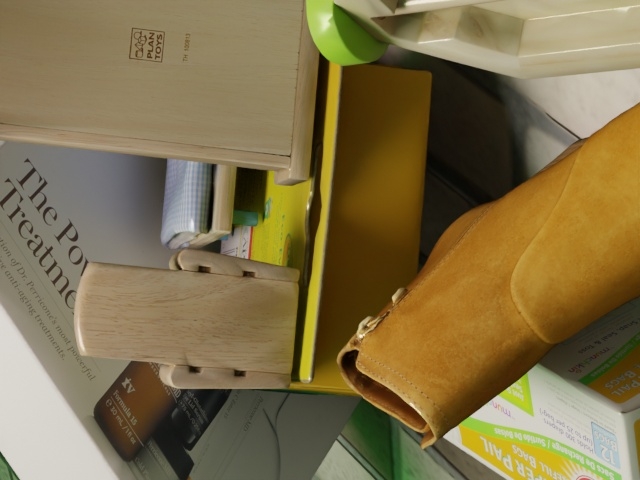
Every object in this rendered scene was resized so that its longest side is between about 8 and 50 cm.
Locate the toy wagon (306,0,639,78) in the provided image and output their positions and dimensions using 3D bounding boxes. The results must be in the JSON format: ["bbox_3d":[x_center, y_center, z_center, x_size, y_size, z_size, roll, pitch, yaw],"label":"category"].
[{"bbox_3d":[0.061,-0.168,0.787,0.267,0.068,0.344,-3,155,36],"label":"toy wagon"}]

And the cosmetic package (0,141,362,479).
[{"bbox_3d":[-0.133,0.057,1.322,0.097,0.284,0.377,-13,119,35],"label":"cosmetic package"}]

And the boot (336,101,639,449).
[{"bbox_3d":[0.129,0.021,0.903,0.104,0.211,0.295,50,161,-9],"label":"boot"}]

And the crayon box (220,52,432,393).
[{"bbox_3d":[0.000,0.000,1.161,0.318,0.081,0.202,165,111,-77],"label":"crayon box"}]

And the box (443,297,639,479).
[{"bbox_3d":[0.158,0.087,1.064,0.203,0.103,0.114,29,139,53],"label":"box"}]

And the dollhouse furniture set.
[{"bbox_3d":[-0.133,-0.056,1.140,0.303,0.198,0.286,166,110,-77],"label":"dollhouse furniture set"}]
